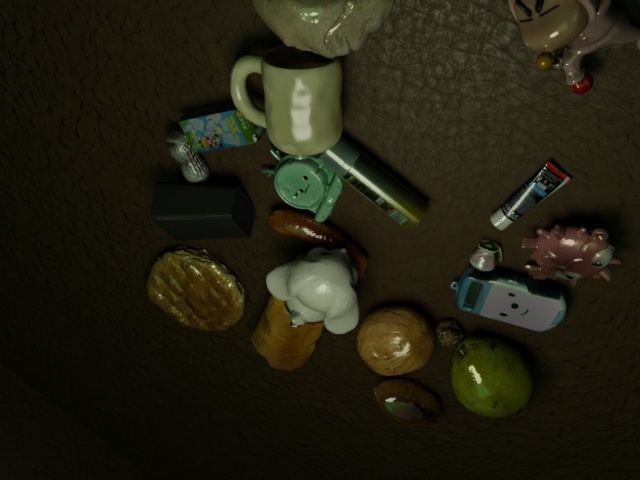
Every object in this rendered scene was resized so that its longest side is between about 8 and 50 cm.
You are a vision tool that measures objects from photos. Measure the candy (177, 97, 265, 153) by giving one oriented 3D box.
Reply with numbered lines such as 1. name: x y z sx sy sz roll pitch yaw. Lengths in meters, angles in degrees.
1. candy: -0.243 -0.278 1.484 0.194 0.062 0.097 -5 125 26

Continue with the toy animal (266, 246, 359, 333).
1. toy animal: -0.018 0.124 1.565 0.249 0.174 0.289 16 150 18

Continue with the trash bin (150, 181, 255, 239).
1. trash bin: -0.307 -0.077 1.616 0.225 0.115 0.165 0 157 16

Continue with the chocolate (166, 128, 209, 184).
1. chocolate: -0.344 -0.217 1.570 0.072 0.072 0.167 -8 126 27

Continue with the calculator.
1. calculator: 0.478 0.149 1.546 0.292 0.051 0.173 15 141 10

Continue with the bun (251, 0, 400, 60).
1. bun: 0.013 -0.460 1.124 0.281 0.282 0.205 -4 152 25

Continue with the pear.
1. pear: 0.462 0.372 1.647 0.212 0.212 0.269 -26 122 36

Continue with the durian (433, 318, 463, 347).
1. durian: 0.351 0.255 1.673 0.080 0.080 0.091 -13 149 30

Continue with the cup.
1. cup: -0.078 -0.302 1.307 0.255 0.173 0.202 0 128 2

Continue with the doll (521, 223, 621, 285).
1. doll: 0.568 0.033 1.390 0.211 0.093 0.262 29 150 -11

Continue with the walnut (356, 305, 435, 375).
1. walnut: 0.209 0.276 1.679 0.221 0.195 0.195 -18 120 42

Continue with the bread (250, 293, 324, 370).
1. bread: -0.093 0.261 1.815 0.195 0.149 0.344 24 133 2

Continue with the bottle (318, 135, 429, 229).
1. bottle: 0.125 -0.140 1.437 0.286 0.082 0.082 37 132 -11

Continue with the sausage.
1. sausage: 0.001 -0.004 1.605 0.302 0.076 0.103 33 132 -7

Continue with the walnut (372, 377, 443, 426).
1. walnut: 0.274 0.505 1.883 0.245 0.137 0.137 19 133 -4

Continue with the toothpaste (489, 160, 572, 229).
1. toothpaste: 0.470 -0.096 1.366 0.071 0.045 0.193 30 127 -16

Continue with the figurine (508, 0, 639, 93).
1. figurine: 0.444 -0.383 1.052 0.287 0.186 0.176 35 160 -31

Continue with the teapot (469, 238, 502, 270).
1. teapot: 0.414 0.035 1.489 0.083 0.064 0.064 -2 127 -18

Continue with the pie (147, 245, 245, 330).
1. pie: -0.387 0.158 1.899 0.339 0.083 0.340 10 128 13

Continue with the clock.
1. clock: -0.048 -0.149 1.512 0.210 0.066 0.159 26 132 1
